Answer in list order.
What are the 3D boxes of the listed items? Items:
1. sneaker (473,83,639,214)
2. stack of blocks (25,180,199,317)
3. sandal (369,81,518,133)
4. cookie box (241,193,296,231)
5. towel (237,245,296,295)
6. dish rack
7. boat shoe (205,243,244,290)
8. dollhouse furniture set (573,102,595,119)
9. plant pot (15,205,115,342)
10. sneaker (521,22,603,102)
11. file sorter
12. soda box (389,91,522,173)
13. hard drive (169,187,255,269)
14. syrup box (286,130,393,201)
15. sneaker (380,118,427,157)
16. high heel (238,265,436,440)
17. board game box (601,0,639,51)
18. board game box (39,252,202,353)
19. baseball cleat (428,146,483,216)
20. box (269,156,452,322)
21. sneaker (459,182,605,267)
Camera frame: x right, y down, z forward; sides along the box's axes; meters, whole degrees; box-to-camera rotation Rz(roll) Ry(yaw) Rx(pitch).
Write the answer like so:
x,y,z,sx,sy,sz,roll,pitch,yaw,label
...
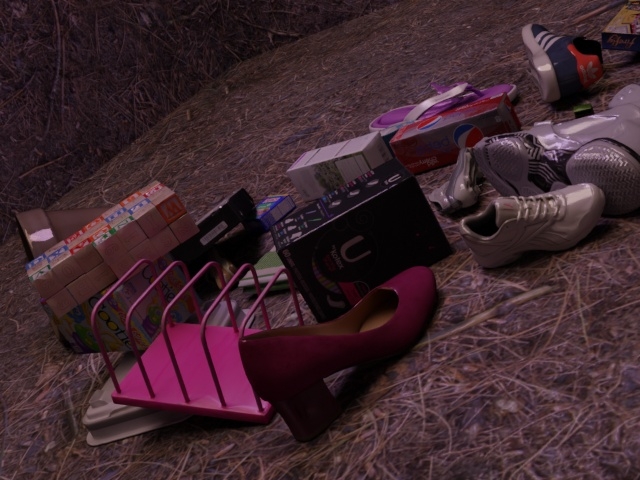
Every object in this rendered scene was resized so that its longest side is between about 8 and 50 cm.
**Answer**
x,y,z,sx,sy,sz,roll,pitch,yaw,label
0.439,-0.154,1.542,0.210,0.137,0.366,-38,27,-22,sneaker
-0.386,0.015,1.695,0.297,0.087,0.171,-35,22,-11,stack of blocks
0.267,-0.319,2.185,0.416,0.102,0.169,-9,29,43,sandal
-0.127,-0.066,2.213,0.107,0.040,0.092,-42,23,-30,cookie box
0.000,0.000,1.904,0.248,0.038,0.325,-11,26,38,towel
-0.291,0.228,1.716,0.286,0.072,0.332,-19,24,25,dish rack
-0.227,0.062,2.029,0.072,0.068,0.190,-47,20,-1,boat shoe
0.487,-0.179,1.684,0.076,0.058,0.151,-13,45,22,dollhouse furniture set
-0.540,0.049,2.194,0.281,0.323,0.323,-19,16,-21,plant pot
0.535,-0.403,2.017,0.148,0.131,0.350,-16,28,12,sneaker
-0.193,0.148,1.498,0.291,0.182,0.202,2,33,24,file sorter
0.286,-0.224,1.955,0.263,0.092,0.083,-15,26,34,soda box
-0.266,-0.017,2.093,0.237,0.064,0.339,-38,5,7,hard drive
0.046,-0.170,2.149,0.237,0.093,0.096,-11,28,41,syrup box
0.209,-0.242,2.111,0.229,0.087,0.092,-6,29,44,sneaker
0.040,0.112,1.380,0.127,0.181,0.377,-7,30,46,high heel
0.721,-0.472,1.951,0.165,0.042,0.243,14,44,35,board game box
-0.391,0.120,1.787,0.275,0.144,0.142,-10,29,43,board game box
0.259,-0.115,1.774,0.109,0.072,0.206,-28,16,24,baseball cleat
0.068,-0.003,1.631,0.270,0.165,0.143,-30,20,2,box
0.319,-0.032,1.415,0.232,0.115,0.090,-26,51,25,sneaker
